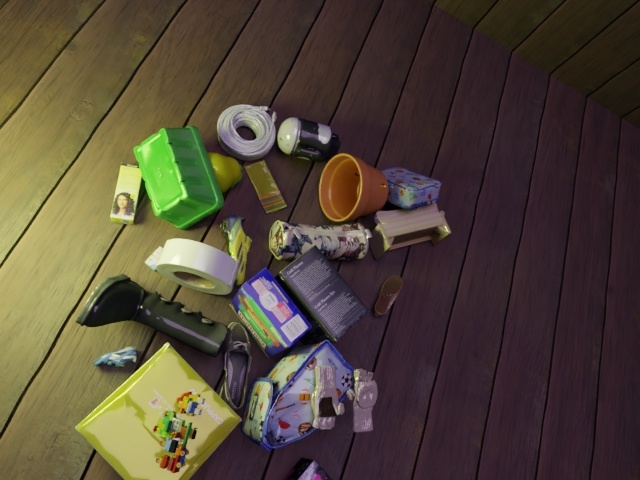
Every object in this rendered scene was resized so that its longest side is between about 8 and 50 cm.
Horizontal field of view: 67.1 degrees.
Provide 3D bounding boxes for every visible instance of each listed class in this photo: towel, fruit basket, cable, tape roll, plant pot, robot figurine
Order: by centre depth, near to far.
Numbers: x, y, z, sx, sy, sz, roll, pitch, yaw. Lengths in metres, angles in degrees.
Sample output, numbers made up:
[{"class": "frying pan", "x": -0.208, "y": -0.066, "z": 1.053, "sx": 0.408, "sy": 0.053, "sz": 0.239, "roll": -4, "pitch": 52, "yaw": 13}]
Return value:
[{"class": "tape roll", "x": -0.443, "y": 0.100, "z": 1.757, "sx": 0.286, "sy": 0.286, "sz": 0.100, "roll": 21, "pitch": 65, "yaw": -12}, {"class": "fruit basket", "x": -0.500, "y": -0.255, "z": 1.922, "sx": 0.392, "sy": 0.282, "sz": 0.392, "roll": 48, "pitch": 26, "yaw": -34}, {"class": "towel", "x": -0.238, "y": -0.234, "z": 2.099, "sx": 0.102, "sy": 0.021, "sz": 0.237, "roll": -22, "pitch": 80, "yaw": -26}, {"class": "plant pot", "x": 0.156, "y": -0.221, "z": 2.115, "sx": 0.203, "sy": 0.291, "sz": 0.291, "roll": 3, "pitch": 70, "yaw": -38}, {"class": "cable", "x": -0.325, "y": -0.476, "z": 2.118, "sx": 0.257, "sy": 0.089, "sz": 0.257, "roll": 7, "pitch": 70, "yaw": -17}, {"class": "robot figurine", "x": -0.055, "y": -0.445, "z": 2.161, "sx": 0.278, "sy": 0.209, "sz": 0.174, "roll": 11, "pitch": 89, "yaw": -17}]

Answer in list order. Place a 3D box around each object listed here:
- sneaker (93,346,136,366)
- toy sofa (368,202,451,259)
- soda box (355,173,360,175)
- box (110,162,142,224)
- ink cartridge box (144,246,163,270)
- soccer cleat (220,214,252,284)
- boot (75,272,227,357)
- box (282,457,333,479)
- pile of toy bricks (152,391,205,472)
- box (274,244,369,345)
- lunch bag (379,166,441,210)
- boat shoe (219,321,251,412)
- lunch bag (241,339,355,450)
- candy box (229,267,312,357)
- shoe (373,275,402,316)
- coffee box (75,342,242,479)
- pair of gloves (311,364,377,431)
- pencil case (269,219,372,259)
[{"class": "sneaker", "x": -0.711, "y": 0.414, "z": 1.677, "sx": 0.144, "sy": 0.053, "sz": 0.059, "roll": -13, "pitch": 78, "yaw": -23}, {"class": "toy sofa", "x": 0.390, "y": -0.050, "z": 2.192, "sx": 0.362, "sy": 0.150, "sz": 0.177, "roll": -13, "pitch": 71, "yaw": -24}, {"class": "soda box", "x": 0.163, "y": -0.327, "z": 2.261, "sx": 0.169, "sy": 0.053, "sz": 0.060, "roll": 32, "pitch": 64, "yaw": -6}, {"class": "box", "x": -0.748, "y": -0.182, "z": 1.873, "sx": 0.087, "sy": 0.058, "sz": 0.232, "roll": 8, "pitch": 68, "yaw": -17}, {"class": "ink cartridge box", "x": -0.624, "y": 0.070, "z": 1.845, "sx": 0.048, "sy": 0.028, "sz": 0.083, "roll": 39, "pitch": 63, "yaw": -4}, {"class": "soccer cleat", "x": -0.323, "y": 0.033, "z": 1.934, "sx": 0.121, "sy": 0.093, "sz": 0.289, "roll": -4, "pitch": 73, "yaw": -28}, {"class": "boot", "x": -0.539, "y": 0.284, "z": 1.633, "sx": 0.445, "sy": 0.367, "sz": 0.146, "roll": 32, "pitch": 98, "yaw": -8}, {"class": "box", "x": -0.077, "y": 0.903, "z": 1.670, "sx": 0.142, "sy": 0.163, "sz": 0.247, "roll": 46, "pitch": 63, "yaw": 2}, {"class": "pile of toy bricks", "x": -0.416, "y": 0.529, "z": 1.351, "sx": 0.105, "sy": 0.118, "sz": 0.212, "roll": 10, "pitch": 74, "yaw": 16}, {"class": "box", "x": -0.032, "y": 0.228, "z": 1.829, "sx": 0.179, "sy": 0.343, "sz": 0.312, "roll": -39, "pitch": 88, "yaw": -25}, {"class": "lunch bag", "x": 0.390, "y": -0.240, "z": 2.189, "sx": 0.243, "sy": 0.115, "sz": 0.303, "roll": -16, "pitch": 33, "yaw": -33}, {"class": "boat shoe", "x": -0.302, "y": 0.459, "z": 1.772, "sx": 0.112, "sy": 0.095, "sz": 0.335, "roll": 16, "pitch": 63, "yaw": -29}, {"class": "lunch bag", "x": -0.105, "y": 0.545, "z": 1.696, "sx": 0.239, "sy": 0.328, "sz": 0.385, "roll": 48, "pitch": 65, "yaw": -4}, {"class": "candy box", "x": -0.194, "y": 0.273, "z": 1.768, "sx": 0.122, "sy": 0.317, "sz": 0.268, "roll": -36, "pitch": 85, "yaw": -25}, {"class": "shoe", "x": 0.290, "y": 0.243, "z": 2.108, "sx": 0.076, "sy": 0.058, "sz": 0.219, "roll": 29, "pitch": 58, "yaw": 14}, {"class": "coffee box", "x": -0.505, "y": 0.578, "z": 1.534, "sx": 0.337, "sy": 0.334, "sz": 0.338, "roll": 46, "pitch": 63, "yaw": 0}, {"class": "pair of gloves", "x": 0.084, "y": 0.521, "z": 1.588, "sx": 0.240, "sy": 0.042, "sz": 0.204, "roll": 14, "pitch": 73, "yaw": -23}, {"class": "pencil case", "x": 0.000, "y": 0.000, "z": 2.013, "sx": 0.410, "sy": 0.183, "sz": 0.160, "roll": 1, "pitch": 71, "yaw": -21}]
